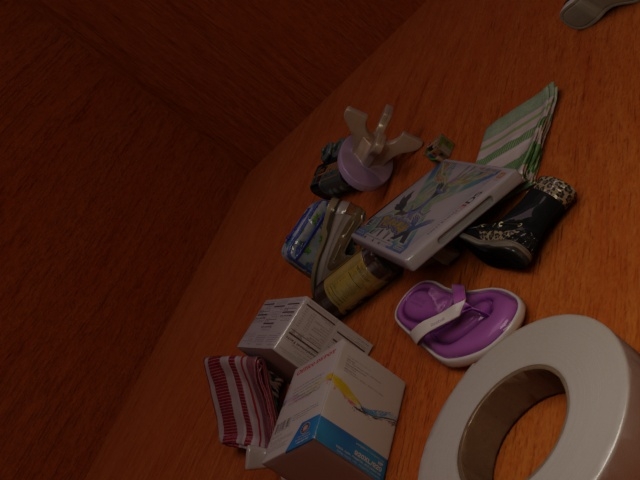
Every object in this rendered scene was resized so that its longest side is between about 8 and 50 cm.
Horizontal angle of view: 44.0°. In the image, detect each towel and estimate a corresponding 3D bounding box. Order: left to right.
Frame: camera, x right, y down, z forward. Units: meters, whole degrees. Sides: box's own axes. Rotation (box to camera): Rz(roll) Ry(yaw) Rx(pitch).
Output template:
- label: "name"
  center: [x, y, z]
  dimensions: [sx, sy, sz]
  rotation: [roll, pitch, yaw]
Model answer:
- label: "towel"
  center: [-0.199, 0.400, 1.949]
  dimensions: [0.037, 0.237, 0.329]
  rotation: [-12, -1, -32]
- label: "towel"
  center: [0.422, -0.199, 1.807]
  dimensions: [0.248, 0.038, 0.325]
  rotation: [-34, 25, 51]

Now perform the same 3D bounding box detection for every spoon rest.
- label: "spoon rest"
  center: [-0.064, 0.471, 1.669]
  dimensions: [0.276, 0.084, 0.137]
  rotation: [-11, 72, 58]

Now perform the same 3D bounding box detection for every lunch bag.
- label: "lunch bag"
  center: [0.000, 0.000, 2.318]
  dimensions: [0.219, 0.176, 0.090]
  rotation: [-56, 16, -14]

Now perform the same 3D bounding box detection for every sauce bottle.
- label: "sauce bottle"
  center: [0.060, 0.123, 2.011]
  dimensions: [0.344, 0.111, 0.111]
  rotation: [-40, 20, 39]

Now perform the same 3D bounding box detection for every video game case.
- label: "video game case"
  center: [0.239, -0.067, 1.724]
  dimensions: [0.300, 0.036, 0.329]
  rotation: [-39, 18, -8]

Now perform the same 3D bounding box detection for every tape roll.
- label: "tape roll"
  center: [0.289, 0.279, 1.108]
  dimensions: [0.392, 0.072, 0.392]
  rotation: [-47, 18, 20]

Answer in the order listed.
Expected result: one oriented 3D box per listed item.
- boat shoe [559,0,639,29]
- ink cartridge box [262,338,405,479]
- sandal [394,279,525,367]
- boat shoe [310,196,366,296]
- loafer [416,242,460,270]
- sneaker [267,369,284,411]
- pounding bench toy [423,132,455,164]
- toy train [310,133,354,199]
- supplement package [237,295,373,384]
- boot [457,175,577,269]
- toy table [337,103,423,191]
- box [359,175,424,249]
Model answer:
- label: "boat shoe"
  center: [0.662, -0.586, 1.810]
  dimensions: [0.091, 0.114, 0.302]
  rotation: [-64, 19, -16]
- label: "ink cartridge box"
  center: [0.031, 0.345, 1.512]
  dimensions: [0.171, 0.168, 0.232]
  rotation: [-38, 22, 42]
- label: "sandal"
  center: [0.229, 0.140, 1.510]
  dimensions: [0.169, 0.102, 0.416]
  rotation: [-57, 16, -12]
- label: "boat shoe"
  center: [0.047, 0.037, 2.158]
  dimensions: [0.113, 0.103, 0.302]
  rotation: [-55, -22, -61]
- label: "loafer"
  center: [0.225, 0.024, 1.787]
  dimensions: [0.092, 0.102, 0.268]
  rotation: [-62, 18, -1]
- label: "sneaker"
  center: [-0.147, 0.365, 2.085]
  dimensions: [0.121, 0.108, 0.302]
  rotation: [-49, 19, 7]
- label: "pounding bench toy"
  center: [0.315, -0.236, 2.156]
  dimensions: [0.065, 0.052, 0.083]
  rotation: [-32, 26, 52]
- label: "toy train"
  center: [0.082, -0.245, 2.709]
  dimensions: [0.334, 0.142, 0.190]
  rotation: [-9, 58, 65]
- label: "supplement package"
  center: [-0.041, 0.249, 1.856]
  dimensions: [0.145, 0.204, 0.262]
  rotation: [-57, 16, -18]
- label: "boot"
  center: [0.376, -0.037, 1.524]
  dimensions: [0.178, 0.085, 0.236]
  rotation: [-50, 15, -6]
- label: "toy table"
  center: [0.165, -0.289, 2.409]
  dimensions: [0.274, 0.252, 0.161]
  rotation: [-90, 21, -48]
- label: "box"
  center: [0.200, -0.051, 2.103]
  dimensions: [0.233, 0.044, 0.159]
  rotation: [-39, 21, 42]
